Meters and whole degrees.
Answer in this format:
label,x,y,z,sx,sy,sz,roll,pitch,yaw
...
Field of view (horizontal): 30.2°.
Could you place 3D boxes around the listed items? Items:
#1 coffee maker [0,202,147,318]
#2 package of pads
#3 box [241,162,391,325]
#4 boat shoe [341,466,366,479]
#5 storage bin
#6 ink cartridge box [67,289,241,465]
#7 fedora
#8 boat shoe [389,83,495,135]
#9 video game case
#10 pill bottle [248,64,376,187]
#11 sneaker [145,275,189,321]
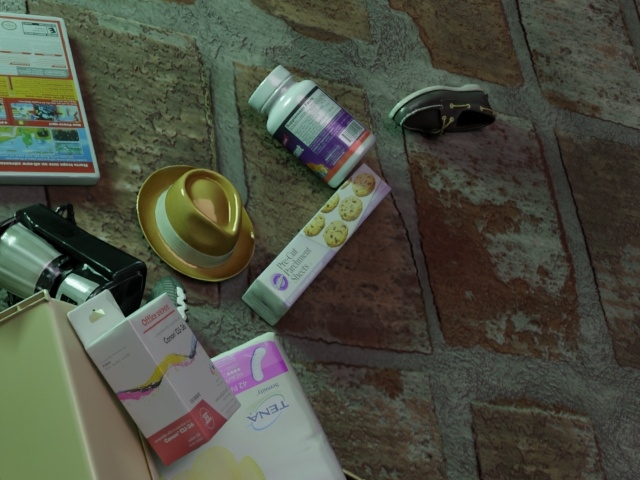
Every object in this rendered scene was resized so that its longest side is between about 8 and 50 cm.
label,x,y,z,sx,sy,sz,roll,pitch,yaw
coffee maker,-0.309,0.031,1.493,0.178,0.120,0.171,28,54,18
package of pads,-0.137,0.270,1.416,0.296,0.101,0.229,-24,81,-18
box,0.000,0.000,1.778,0.067,0.063,0.324,42,48,1
boat shoe,0.004,0.327,1.543,0.285,0.089,0.105,26,51,-14
storage bin,-0.334,0.230,1.296,0.123,0.260,0.262,31,35,-62
ink cartridge box,-0.182,0.135,1.311,0.198,0.067,0.115,56,18,-3
fedora,-0.165,-0.039,1.691,0.194,0.079,0.194,16,54,-23
boat shoe,0.217,-0.220,2.047,0.227,0.081,0.069,-14,64,-40
video game case,-0.436,-0.204,1.672,0.204,0.025,0.285,-1,60,-32
pill bottle,-0.016,-0.183,1.861,0.193,0.108,0.108,41,48,-1
sneaker,-0.238,0.135,1.531,0.106,0.078,0.234,23,53,-20
